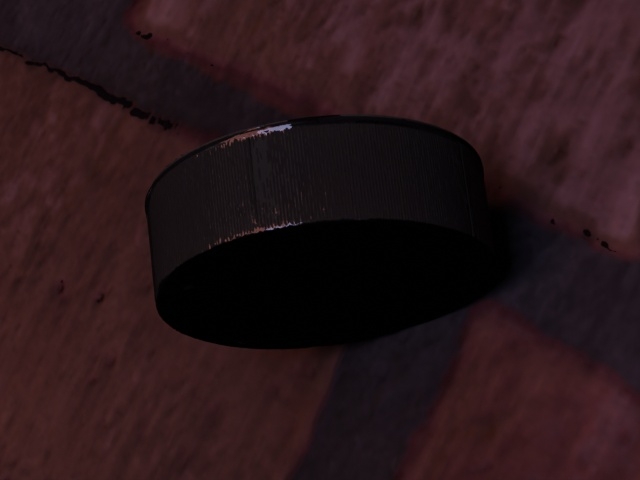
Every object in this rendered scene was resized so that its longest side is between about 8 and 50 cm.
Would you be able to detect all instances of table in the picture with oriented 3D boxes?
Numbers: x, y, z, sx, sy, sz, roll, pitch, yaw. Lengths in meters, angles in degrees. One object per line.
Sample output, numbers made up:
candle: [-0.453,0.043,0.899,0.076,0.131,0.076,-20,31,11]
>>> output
table: [0.000,0.000,0.682,0.133,0.133,0.043,-24,62,35]
